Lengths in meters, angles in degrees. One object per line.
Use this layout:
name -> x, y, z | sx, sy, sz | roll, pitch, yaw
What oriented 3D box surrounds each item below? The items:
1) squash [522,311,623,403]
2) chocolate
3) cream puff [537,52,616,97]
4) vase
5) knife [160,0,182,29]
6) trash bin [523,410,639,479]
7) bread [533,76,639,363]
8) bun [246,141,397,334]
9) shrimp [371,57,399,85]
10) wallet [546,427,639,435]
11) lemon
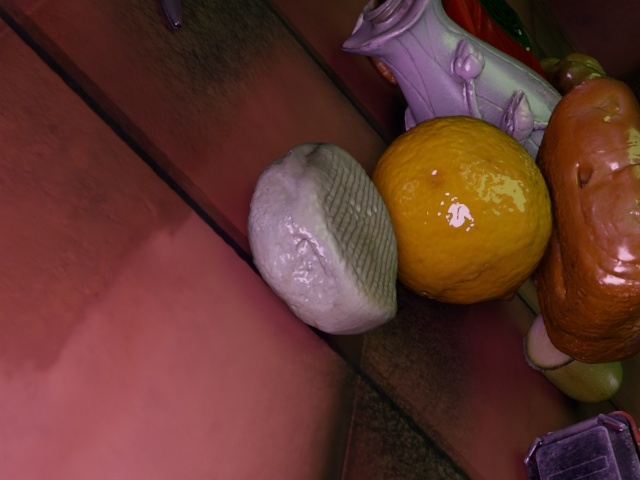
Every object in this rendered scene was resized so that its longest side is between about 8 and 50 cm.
squash -> 0.412, 0.193, 1.381 | 0.186, 0.123, 0.123 | 42, 31, -31
chocolate -> 0.295, -0.388, 1.744 | 0.360, 0.161, 0.341 | 25, 42, -44
cream puff -> 0.542, -0.272, 1.899 | 0.185, 0.282, 0.282 | -17, 74, -31
vase -> 0.238, -0.227, 1.410 | 0.445, 0.250, 0.250 | 43, 31, -24
knife -> -0.204, -0.348, 1.062 | 0.035, 0.018, 0.247 | 14, 47, -48
trash bin -> 0.389, 0.358, 1.137 | 0.238, 0.161, 0.184 | 41, 32, -34
bread -> 0.360, -0.020, 1.193 | 0.337, 0.147, 0.328 | 77, 5, -66
bun -> 0.000, 0.002, 0.932 | 0.221, 0.108, 0.221 | 47, 29, -36
shrimp -> 0.104, -0.322, 1.513 | 0.127, 0.025, 0.091 | 49, 29, -25
wallet -> 0.415, 0.290, 1.288 | 0.183, 0.124, 0.032 | 8, 83, -54
lemon -> 0.170, -0.043, 1.122 | 0.228, 0.228, 0.254 | 9, 44, -55
